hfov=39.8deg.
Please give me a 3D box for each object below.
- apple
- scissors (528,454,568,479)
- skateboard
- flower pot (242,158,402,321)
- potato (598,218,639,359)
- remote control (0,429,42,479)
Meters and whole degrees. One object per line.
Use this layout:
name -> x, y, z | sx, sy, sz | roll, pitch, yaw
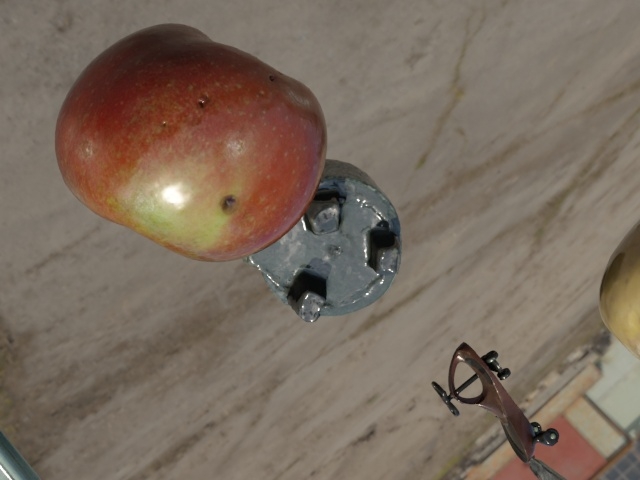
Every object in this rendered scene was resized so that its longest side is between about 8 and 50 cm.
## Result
apple -> -0.167, -0.130, 1.184 | 0.276, 0.349, 0.348 | -61, 159, 3
scissors -> 0.329, 0.336, 1.050 | 0.360, 0.029, 0.191 | -143, -116, -71
skateboard -> 0.193, 0.188, 1.006 | 0.080, 0.151, 0.067 | -36, 178, -6
flower pot -> 0.000, 0.000, 1.674 | 0.299, 0.299, 0.283 | -47, -161, 13
potato -> 0.251, -0.002, 0.428 | 0.235, 0.128, 0.161 | -40, -168, 16
remote control -> -0.469, 0.352, 1.248 | 0.140, 0.296, 0.056 | -25, -161, 17
